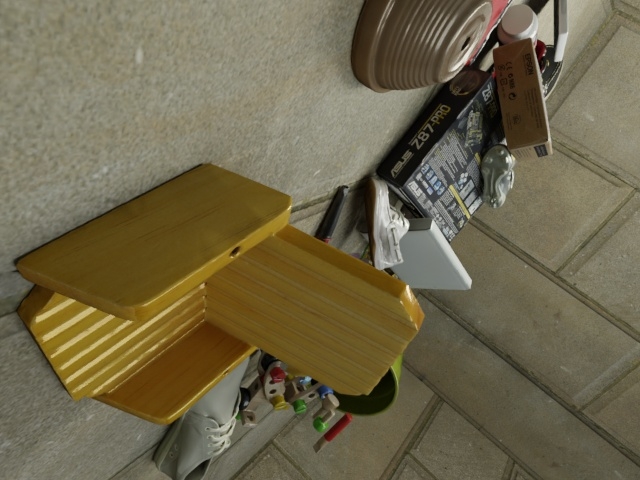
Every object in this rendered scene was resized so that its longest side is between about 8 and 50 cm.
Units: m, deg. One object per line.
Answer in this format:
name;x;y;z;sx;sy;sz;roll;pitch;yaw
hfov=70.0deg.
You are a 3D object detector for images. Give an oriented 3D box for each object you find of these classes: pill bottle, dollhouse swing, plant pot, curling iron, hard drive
pill bottle;0.450;-0.475;1.046;0.086;0.086;0.152;-55;162;14
dollhouse swing;-0.106;0.145;0.573;0.315;0.305;0.346;-38;160;-35
plant pot;0.160;-0.302;0.647;0.237;0.110;0.237;-43;161;-19
curling iron;0.000;0.000;0.982;0.068;0.035;0.273;-24;149;-55
hard drive;0.267;0.046;1.259;0.307;0.203;0.040;45;54;-41
plant pot;0.147;0.356;1.621;0.353;0.367;0.366;-47;166;-52

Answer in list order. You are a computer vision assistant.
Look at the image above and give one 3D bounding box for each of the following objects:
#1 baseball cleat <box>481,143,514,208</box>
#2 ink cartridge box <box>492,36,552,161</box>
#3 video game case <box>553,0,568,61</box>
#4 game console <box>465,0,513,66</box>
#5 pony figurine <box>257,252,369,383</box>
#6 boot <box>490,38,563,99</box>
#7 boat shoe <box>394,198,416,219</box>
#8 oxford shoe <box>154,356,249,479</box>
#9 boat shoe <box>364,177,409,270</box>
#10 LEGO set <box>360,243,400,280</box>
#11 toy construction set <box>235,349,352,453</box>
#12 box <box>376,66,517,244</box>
baseball cleat;0.453;-0.179;1.162;0.109;0.072;0.205;-51;149;-29
ink cartridge box;0.471;-0.314;1.059;0.088;0.234;0.193;-10;177;30
video game case;0.609;-0.578;1.160;0.201;0.023;0.183;-5;94;-66
game console;0.294;-0.424;0.887;0.124;0.085;0.143;11;121;-35
pony figurine;0.025;0.197;1.057;0.351;0.302;0.363;-18;177;-21
boot;0.597;-0.479;1.333;0.377;0.138;0.284;-45;162;-1
boat shoe;0.331;-0.180;1.328;0.117;0.097;0.324;-22;147;-55
oxford shoe;-0.251;0.414;1.055;0.169;0.130;0.449;-18;142;-57
boat shoe;0.160;-0.040;1.083;0.096;0.098;0.276;-9;138;2
LEGO set;0.285;0.039;1.500;0.331;0.192;0.254;-31;154;-48
toy construction set;-0.097;0.444;1.249;0.237;0.309;0.257;-49;155;9
box;0.340;-0.189;1.155;0.318;0.097;0.395;-50;144;5
